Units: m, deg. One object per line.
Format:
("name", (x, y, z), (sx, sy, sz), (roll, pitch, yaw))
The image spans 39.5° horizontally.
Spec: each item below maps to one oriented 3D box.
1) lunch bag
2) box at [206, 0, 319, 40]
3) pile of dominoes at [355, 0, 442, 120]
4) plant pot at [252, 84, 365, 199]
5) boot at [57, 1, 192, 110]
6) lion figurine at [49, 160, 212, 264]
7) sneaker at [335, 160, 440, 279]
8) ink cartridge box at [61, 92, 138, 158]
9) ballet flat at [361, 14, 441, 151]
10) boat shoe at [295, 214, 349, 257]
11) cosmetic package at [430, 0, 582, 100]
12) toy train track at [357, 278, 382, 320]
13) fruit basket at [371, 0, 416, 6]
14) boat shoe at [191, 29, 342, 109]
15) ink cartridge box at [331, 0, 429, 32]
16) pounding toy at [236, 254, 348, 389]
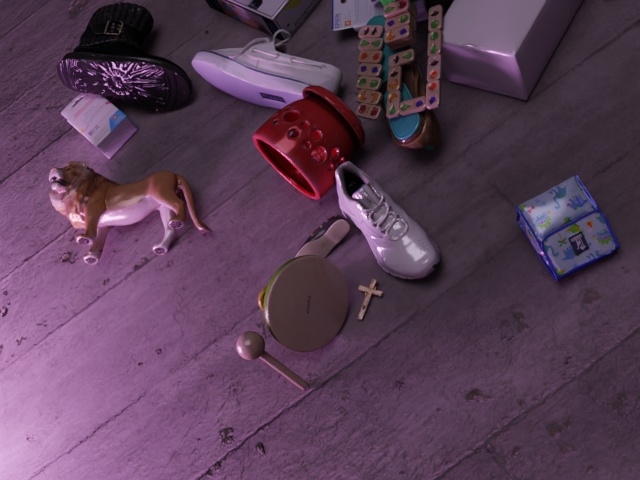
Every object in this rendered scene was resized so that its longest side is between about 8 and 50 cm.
("lunch bag", (0.438, -0.019, 1.586), (0.128, 0.096, 0.151), (-28, 70, 4))
("box", (-0.146, -0.614, 2.170), (0.290, 0.087, 0.169), (33, 80, 34))
("pile of dominoes", (0.147, -0.361, 1.773), (0.196, 0.040, 0.251), (-11, 63, 32))
("plant pot", (-0.015, -0.205, 1.827), (0.174, 0.191, 0.191), (-45, 55, -10))
("boot", (-0.449, -0.465, 2.198), (0.347, 0.131, 0.260), (14, 46, 7))
("lion figurine", (-0.424, -0.086, 1.991), (0.392, 0.142, 0.240), (-4, 53, 6))
("sneaker", (0.114, -0.038, 1.712), (0.111, 0.129, 0.297), (-41, 56, -5))
("ink cartridge box", (-0.543, -0.292, 2.181), (0.104, 0.061, 0.181), (-47, 56, -6))
("ballet flat", (0.175, -0.315, 1.841), (0.116, 0.124, 0.342), (-35, 53, 25))
("boat shoe", (0.001, 0.001, 1.794), (0.133, 0.049, 0.042), (-42, 27, 6))
("cosmetic package", (0.404, -0.490, 1.819), (0.197, 0.155, 0.366), (23, 75, 33))
("toy train track", (0.091, 0.114, 1.709), (0.048, 0.014, 0.083), (16, 76, 22))
("fruit basket", (0.250, -0.636, 1.838), (0.353, 0.327, 0.165), (-40, 94, 3))
("boat shoe", (-0.112, -0.398, 2.008), (0.367, 0.136, 0.156), (19, 72, 28))
("ink cartridge box", (0.136, -0.576, 2.050), (0.223, 0.045, 0.223), (-9, 60, 18))
("pounding toy", (-0.061, 0.136, 1.691), (0.110, 0.183, 0.237), (10, 69, 56))
